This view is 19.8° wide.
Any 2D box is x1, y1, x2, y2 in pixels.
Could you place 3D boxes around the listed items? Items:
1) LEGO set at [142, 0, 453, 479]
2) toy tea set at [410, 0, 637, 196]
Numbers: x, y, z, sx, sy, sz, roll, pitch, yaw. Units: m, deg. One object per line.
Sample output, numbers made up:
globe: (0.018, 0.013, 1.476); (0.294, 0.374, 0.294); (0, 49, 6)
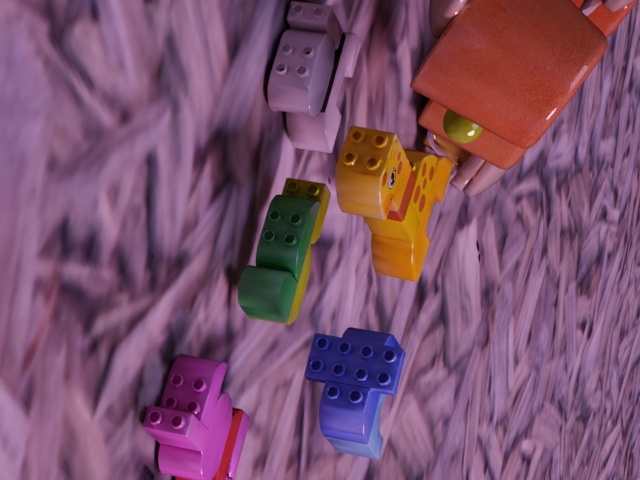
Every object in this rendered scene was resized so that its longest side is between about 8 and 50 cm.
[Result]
LEGO set: (0.000, 0.000, 0.744); (0.093, 0.087, 0.227); (59, 43, -64)
toy tea set: (0.090, -0.133, 0.897); (0.200, 0.124, 0.336); (-53, 177, 1)
